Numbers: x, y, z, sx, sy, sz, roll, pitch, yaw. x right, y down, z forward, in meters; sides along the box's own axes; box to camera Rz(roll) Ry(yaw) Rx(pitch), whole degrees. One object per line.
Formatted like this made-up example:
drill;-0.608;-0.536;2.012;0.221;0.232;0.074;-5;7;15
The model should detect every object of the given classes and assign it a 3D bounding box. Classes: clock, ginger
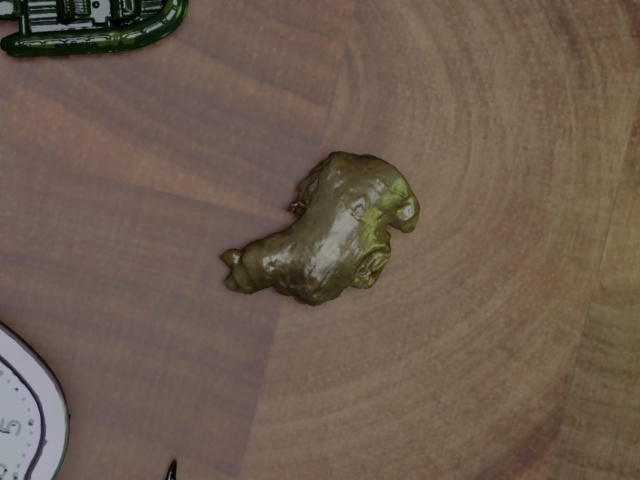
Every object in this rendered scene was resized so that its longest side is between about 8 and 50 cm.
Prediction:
clock;-0.426;0.212;1.847;0.338;0.102;0.338;0;89;-7
ginger;0.004;0.002;1.917;0.213;0.074;0.137;-44;78;-9

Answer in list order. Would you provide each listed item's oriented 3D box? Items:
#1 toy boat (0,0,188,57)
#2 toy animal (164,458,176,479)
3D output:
toy boat;-0.244;-0.248;1.895;0.210;0.052;0.104;-4;88;-7
toy animal;-0.144;0.331;1.872;0.272;0.160;0.197;8;87;-14
